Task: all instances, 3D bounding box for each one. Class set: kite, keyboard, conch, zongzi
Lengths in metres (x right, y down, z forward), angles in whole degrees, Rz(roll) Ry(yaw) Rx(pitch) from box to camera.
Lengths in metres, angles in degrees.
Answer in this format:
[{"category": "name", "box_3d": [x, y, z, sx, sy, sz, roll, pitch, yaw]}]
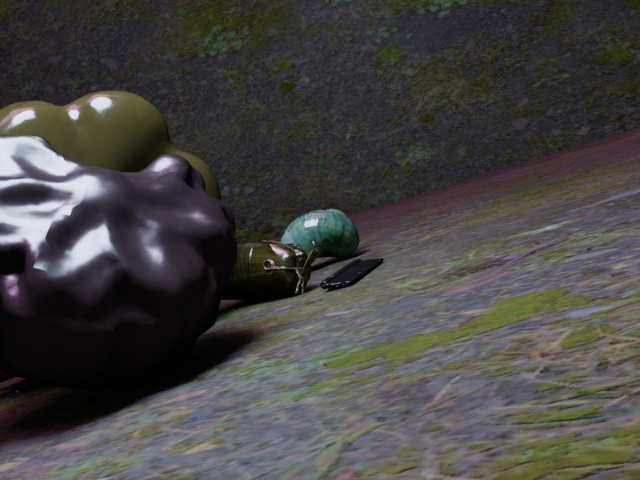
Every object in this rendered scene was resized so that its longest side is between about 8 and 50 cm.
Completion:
[{"category": "kite", "box_3d": [-0.501, 0.242, 1.141, 0.152, 0.015, 0.285, -16, 0, 44]}, {"category": "keyboard", "box_3d": [0.058, 0.057, 1.244, 0.060, 0.018, 0.195, -8, 8, 23]}, {"category": "conch", "box_3d": [-0.003, -0.001, 1.569, 0.188, 0.122, 0.176, -16, -22, -34]}, {"category": "zongzi", "box_3d": [-0.073, 0.047, 1.358, 0.247, 0.111, 0.241, -8, 2, 35]}]

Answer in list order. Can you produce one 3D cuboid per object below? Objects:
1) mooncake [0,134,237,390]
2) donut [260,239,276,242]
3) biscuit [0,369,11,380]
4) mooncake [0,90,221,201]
[{"category": "mooncake", "box_3d": [-0.295, 0.019, 0.924, 0.380, 0.351, 0.212, -2, -42, -30]}, {"category": "donut", "box_3d": [-0.189, 0.045, 2.036, 0.146, 0.078, 0.181, -14, 3, 10]}, {"category": "biscuit", "box_3d": [-0.652, 0.231, 1.445, 0.261, 0.037, 0.262, -18, 18, 6]}, {"category": "mooncake", "box_3d": [-0.410, -0.024, 1.217, 0.466, 0.467, 0.262, -20, 5, -31]}]
